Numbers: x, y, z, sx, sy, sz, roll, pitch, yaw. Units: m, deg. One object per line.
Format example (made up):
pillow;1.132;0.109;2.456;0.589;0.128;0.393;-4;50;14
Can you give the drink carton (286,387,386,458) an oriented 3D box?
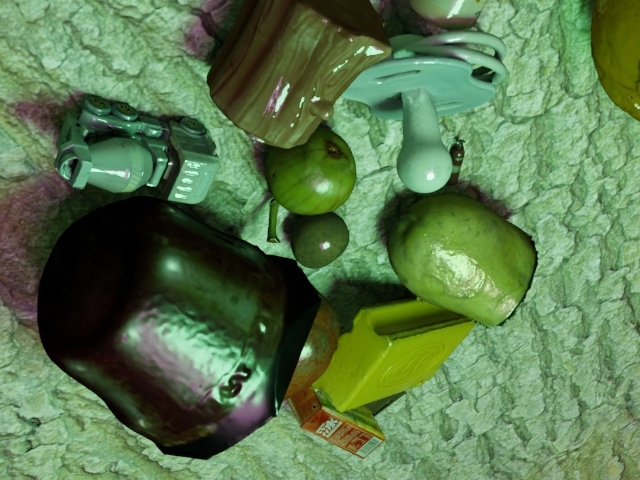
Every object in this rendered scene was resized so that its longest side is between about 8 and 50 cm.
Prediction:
drink carton;0.031;0.359;2.242;0.071;0.096;0.223;-43;135;13

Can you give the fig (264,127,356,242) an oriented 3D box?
fig;-0.023;-0.099;1.793;0.142;0.148;0.186;-22;176;-28

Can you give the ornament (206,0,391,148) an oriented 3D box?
ornament;-0.041;-0.269;1.587;0.235;0.221;0.218;37;117;-1

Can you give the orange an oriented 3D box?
orange;0.596;-0.349;1.772;0.340;0.293;0.341;-11;149;-7

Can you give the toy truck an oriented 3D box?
toy truck;-0.271;-0.120;1.626;0.256;0.140;0.108;9;123;-34

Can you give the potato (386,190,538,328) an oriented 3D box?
potato;0.238;0.021;1.995;0.266;0.229;0.229;34;109;-27

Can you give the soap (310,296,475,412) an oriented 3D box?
soap;0.141;0.207;2.087;0.324;0.096;0.204;-7;138;-53

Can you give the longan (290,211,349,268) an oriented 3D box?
longan;0.000;0.000;1.908;0.113;0.092;0.113;-15;133;-17

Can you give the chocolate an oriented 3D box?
chocolate;-0.248;0.095;1.691;0.383;0.384;0.331;-37;129;7

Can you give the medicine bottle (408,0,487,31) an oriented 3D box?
medicine bottle;0.229;-0.437;1.625;0.114;0.114;0.252;8;123;-33

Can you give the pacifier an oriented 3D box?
pacifier;0.166;-0.189;1.704;0.244;0.233;0.299;-4;172;25

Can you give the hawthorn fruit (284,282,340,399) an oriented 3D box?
hawthorn fruit;-0.082;0.185;1.965;0.210;0.211;0.262;-5;146;-24

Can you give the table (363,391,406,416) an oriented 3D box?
table;0.108;0.293;2.241;0.083;0.070;0.082;-38;136;9

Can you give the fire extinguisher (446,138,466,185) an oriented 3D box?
fire extinguisher;0.229;-0.143;1.953;0.046;0.032;0.100;13;129;6
